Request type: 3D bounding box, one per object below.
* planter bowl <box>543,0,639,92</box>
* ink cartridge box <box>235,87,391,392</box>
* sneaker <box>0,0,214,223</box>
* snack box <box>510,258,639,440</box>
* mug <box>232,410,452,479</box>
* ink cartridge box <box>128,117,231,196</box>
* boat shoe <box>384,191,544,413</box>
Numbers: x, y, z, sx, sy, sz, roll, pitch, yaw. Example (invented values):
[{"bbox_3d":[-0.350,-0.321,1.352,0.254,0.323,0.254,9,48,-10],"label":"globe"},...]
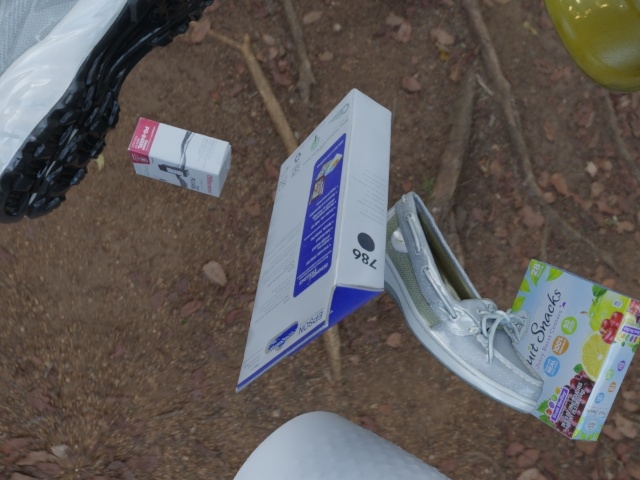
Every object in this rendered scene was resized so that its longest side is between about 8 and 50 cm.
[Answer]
[{"bbox_3d":[0.137,-0.167,0.240,0.090,0.217,0.217,-10,75,3],"label":"planter bowl"},{"bbox_3d":[0.000,0.000,0.758,0.065,0.165,0.332,29,46,-22],"label":"ink cartridge box"},{"bbox_3d":[-0.136,-0.144,0.403,0.108,0.100,0.271,36,85,5],"label":"sneaker"},{"bbox_3d":[0.348,0.153,1.014,0.070,0.174,0.207,17,98,-36],"label":"snack box"},{"bbox_3d":[0.045,0.395,0.794,0.374,0.328,0.276,-1,106,-50],"label":"mug"},{"bbox_3d":[-0.229,-0.135,1.163,0.151,0.109,0.063,16,72,-2],"label":"ink cartridge box"},{"bbox_3d":[0.159,0.067,0.847,0.118,0.103,0.320,24,22,-43],"label":"boat shoe"}]
